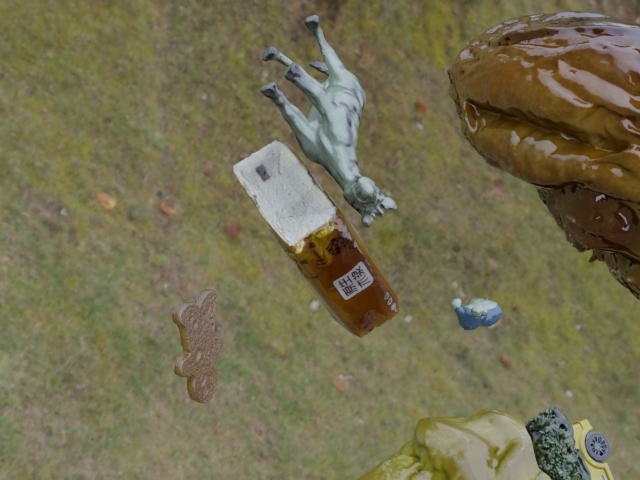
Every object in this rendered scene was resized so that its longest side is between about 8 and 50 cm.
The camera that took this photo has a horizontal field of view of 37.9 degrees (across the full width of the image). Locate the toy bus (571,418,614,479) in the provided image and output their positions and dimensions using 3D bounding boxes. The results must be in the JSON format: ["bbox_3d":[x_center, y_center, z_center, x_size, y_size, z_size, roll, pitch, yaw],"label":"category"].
[{"bbox_3d":[0.508,0.529,1.807,0.151,0.145,0.331,-10,71,-28],"label":"toy bus"}]

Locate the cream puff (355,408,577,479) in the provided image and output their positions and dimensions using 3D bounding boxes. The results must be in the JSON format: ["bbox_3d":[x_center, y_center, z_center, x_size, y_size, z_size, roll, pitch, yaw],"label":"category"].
[{"bbox_3d":[0.205,0.352,1.123,0.323,0.274,0.270,7,14,-27],"label":"cream puff"}]

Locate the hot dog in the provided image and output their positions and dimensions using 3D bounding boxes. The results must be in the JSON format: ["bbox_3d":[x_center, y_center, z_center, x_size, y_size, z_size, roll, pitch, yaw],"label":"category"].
[{"bbox_3d":[0.142,-0.050,0.453,0.160,0.099,0.227,46,19,-5],"label":"hot dog"}]

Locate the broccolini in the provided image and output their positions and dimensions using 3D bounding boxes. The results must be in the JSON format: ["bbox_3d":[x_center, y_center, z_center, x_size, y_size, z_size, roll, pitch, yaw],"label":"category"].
[{"bbox_3d":[0.270,0.279,0.895,0.071,0.057,0.254,-26,88,-23],"label":"broccolini"}]

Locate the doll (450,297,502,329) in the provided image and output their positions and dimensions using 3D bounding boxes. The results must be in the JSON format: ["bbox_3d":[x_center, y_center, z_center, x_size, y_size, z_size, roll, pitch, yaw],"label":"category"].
[{"bbox_3d":[0.263,0.120,1.568,0.083,0.050,0.076,-8,17,-39],"label":"doll"}]

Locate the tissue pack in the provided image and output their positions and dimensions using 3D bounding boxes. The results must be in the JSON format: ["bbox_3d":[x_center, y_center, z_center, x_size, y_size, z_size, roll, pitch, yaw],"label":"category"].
[{"bbox_3d":[0.000,0.000,1.181,0.183,0.092,0.226,55,-2,43],"label":"tissue pack"}]

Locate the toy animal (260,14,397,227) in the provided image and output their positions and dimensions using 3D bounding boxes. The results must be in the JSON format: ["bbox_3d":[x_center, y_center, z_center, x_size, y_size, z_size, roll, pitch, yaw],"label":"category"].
[{"bbox_3d":[0.000,-0.145,1.089,0.170,0.090,0.255,37,36,-44],"label":"toy animal"}]

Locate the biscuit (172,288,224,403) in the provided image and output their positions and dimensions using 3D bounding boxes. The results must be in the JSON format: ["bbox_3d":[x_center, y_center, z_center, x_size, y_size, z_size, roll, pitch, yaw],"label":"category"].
[{"bbox_3d":[-0.221,0.196,1.666,0.031,0.204,0.138,4,20,28],"label":"biscuit"}]
